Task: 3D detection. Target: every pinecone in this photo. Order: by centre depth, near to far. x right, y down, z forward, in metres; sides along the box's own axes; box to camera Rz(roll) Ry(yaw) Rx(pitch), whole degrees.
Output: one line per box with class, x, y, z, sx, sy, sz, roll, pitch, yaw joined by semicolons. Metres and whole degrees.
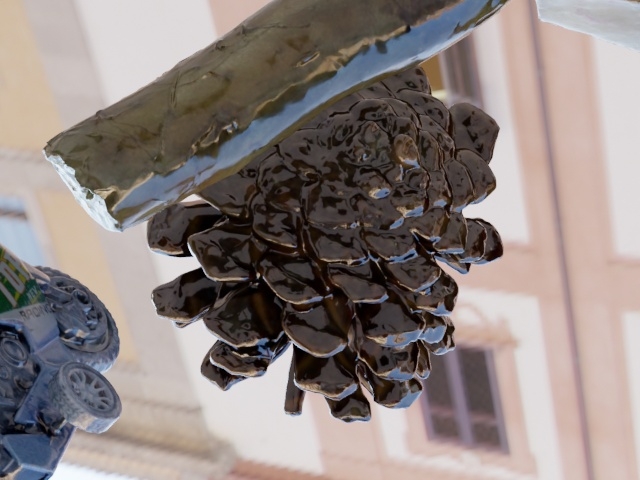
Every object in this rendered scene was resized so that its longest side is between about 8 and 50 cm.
pinecone;0.000;0.002;1.068;0.202;0.201;0.229;28;-131;29

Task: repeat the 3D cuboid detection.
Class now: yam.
yam;0.005;-0.102;0.911;0.317;0.067;0.071;-33;175;-16

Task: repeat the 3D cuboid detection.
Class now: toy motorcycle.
toy motorcycle;-0.165;0.058;0.782;0.092;0.135;0.254;-45;-168;24

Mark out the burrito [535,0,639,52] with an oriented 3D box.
burrito;0.285;-0.207;1.428;0.299;0.143;0.105;19;-106;-10
